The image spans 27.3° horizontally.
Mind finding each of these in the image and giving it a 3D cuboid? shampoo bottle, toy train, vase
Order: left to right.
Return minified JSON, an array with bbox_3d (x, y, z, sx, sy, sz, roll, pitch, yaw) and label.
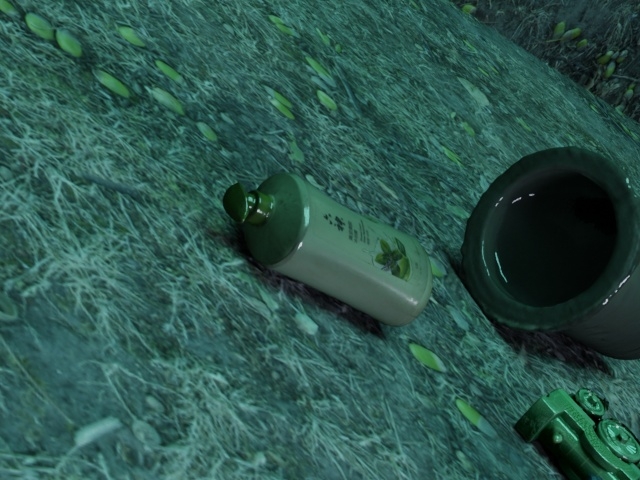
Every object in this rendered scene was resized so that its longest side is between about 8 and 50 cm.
[{"bbox_3d":[0.000,0.000,1.294,0.234,0.087,0.118,27,28,-36],"label":"shampoo bottle"},{"bbox_3d":[0.351,0.044,1.704,0.291,0.245,0.245,32,20,-50],"label":"vase"},{"bbox_3d":[0.295,0.231,1.395,0.178,0.071,0.104,48,28,21],"label":"toy train"}]

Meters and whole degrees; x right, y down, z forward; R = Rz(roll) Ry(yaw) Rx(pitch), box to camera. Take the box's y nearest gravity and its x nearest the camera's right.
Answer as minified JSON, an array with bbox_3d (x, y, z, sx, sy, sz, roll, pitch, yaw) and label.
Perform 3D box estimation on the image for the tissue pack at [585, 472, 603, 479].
[{"bbox_3d":[0.269,0.305,1.167,0.120,0.082,0.169,36,20,-19],"label":"tissue pack"}]
